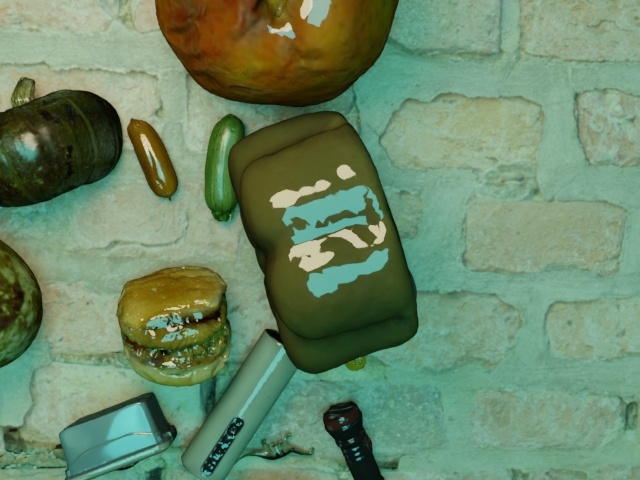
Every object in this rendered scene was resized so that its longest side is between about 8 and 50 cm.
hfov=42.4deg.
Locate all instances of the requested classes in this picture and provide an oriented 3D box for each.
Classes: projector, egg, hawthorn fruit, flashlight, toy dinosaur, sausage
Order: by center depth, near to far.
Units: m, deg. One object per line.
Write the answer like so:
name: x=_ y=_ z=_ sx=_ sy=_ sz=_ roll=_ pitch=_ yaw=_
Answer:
hawthorn fruit: x=-0.080 y=-0.452 z=1.467 sx=0.471 sy=0.472 sz=0.472 roll=-1 pitch=99 yaw=-6
egg: x=-0.665 y=0.110 z=1.588 sx=0.238 sy=0.238 sz=0.290 roll=-20 pitch=91 yaw=-2
sausage: x=-0.337 y=-0.166 z=1.672 sx=0.062 sy=0.054 sz=0.183 roll=-24 pitch=99 yaw=-30
projector: x=-0.162 y=0.349 z=1.739 sx=0.108 sy=0.108 sz=0.337 roll=33 pitch=94 yaw=-9
flashlight: x=0.084 y=0.464 z=1.791 sx=0.093 sy=0.093 sz=0.232 roll=-25 pitch=103 yaw=-2
toy dinosaur: x=-0.102 y=0.451 z=1.796 sx=0.180 sy=0.037 sz=0.058 roll=-4 pitch=94 yaw=-6

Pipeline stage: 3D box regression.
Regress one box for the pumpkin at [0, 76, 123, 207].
pumpkin: x=-0.547 y=-0.193 z=1.563 sx=0.324 sy=0.232 sz=0.242 roll=-21 pitch=97 yaw=-6

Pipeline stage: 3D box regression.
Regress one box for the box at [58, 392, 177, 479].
box: x=-0.417 y=0.409 z=1.700 sx=0.227 sy=0.162 sz=0.130 roll=-19 pitch=90 yaw=-2

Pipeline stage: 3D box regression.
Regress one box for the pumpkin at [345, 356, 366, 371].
pumpkin: x=0.068 y=0.243 z=1.785 sx=0.050 sy=0.028 sz=0.083 roll=-17 pitch=108 yaw=-1

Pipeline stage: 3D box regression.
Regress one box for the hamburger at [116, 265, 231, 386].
hamburger: x=-0.290 y=0.167 z=1.647 sx=0.244 sy=0.244 sz=0.163 roll=-8 pitch=120 yaw=-5

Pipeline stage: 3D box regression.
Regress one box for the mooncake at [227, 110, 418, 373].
mooncake: x=0.000 y=0.000 z=1.527 sx=0.262 sy=0.467 sz=0.467 roll=-17 pitch=100 yaw=-4

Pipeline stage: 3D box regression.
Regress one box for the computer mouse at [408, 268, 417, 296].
computer mouse: x=0.093 y=0.126 z=1.756 sx=0.232 sy=0.057 sz=0.120 roll=-17 pitch=99 yaw=-3

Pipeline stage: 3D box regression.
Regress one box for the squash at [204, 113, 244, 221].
squash: x=-0.196 y=-0.148 z=1.680 sx=0.077 sy=0.068 sz=0.219 roll=-3 pitch=102 yaw=-39
